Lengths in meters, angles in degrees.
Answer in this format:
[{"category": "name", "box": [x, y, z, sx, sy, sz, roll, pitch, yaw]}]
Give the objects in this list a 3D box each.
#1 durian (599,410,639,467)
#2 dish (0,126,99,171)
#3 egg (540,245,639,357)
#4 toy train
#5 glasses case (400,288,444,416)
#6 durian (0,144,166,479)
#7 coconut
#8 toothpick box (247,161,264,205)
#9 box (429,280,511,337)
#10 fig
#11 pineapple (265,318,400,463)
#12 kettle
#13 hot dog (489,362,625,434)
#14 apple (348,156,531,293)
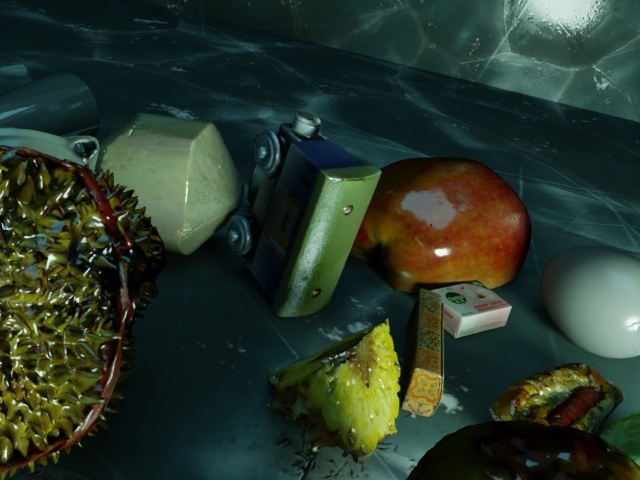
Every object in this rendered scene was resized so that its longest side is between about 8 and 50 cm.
[{"category": "durian", "box": [0.415, 0.283, 0.867, 0.139, 0.101, 0.250, 32, 33, 34]}, {"category": "dish", "box": [-0.432, -0.021, 0.946, 0.303, 0.303, 0.120, -10, 56, -36]}, {"category": "egg", "box": [0.474, 0.098, 1.163, 0.176, 0.176, 0.232, 1, 22, -21]}, {"category": "toy train", "box": [-0.040, -0.040, 1.089, 0.131, 0.299, 0.202, -8, 42, -38]}, {"category": "glasses case", "box": [0.157, 0.161, 1.021, 0.049, 0.075, 0.218, 16, 27, 2]}, {"category": "durian", "box": [-0.325, 0.065, 0.714, 0.348, 0.347, 0.384, 23, -9, 19]}, {"category": "coconut", "box": [-0.253, -0.096, 1.175, 0.244, 0.239, 0.239, 10, 27, 7]}, {"category": "toothpick box", "box": [-0.047, -0.105, 1.396, 0.184, 0.120, 0.120, 17, 28, 1]}, {"category": "box", "box": [0.252, 0.117, 1.177, 0.125, 0.043, 0.089, -8, 34, -35]}, {"category": "fig", "box": [0.146, 0.294, 0.643, 0.286, 0.286, 0.369, 4, -4, -15]}, {"category": "pineapple", "box": [0.007, 0.209, 0.869, 0.164, 0.139, 0.250, -23, 0, 20]}, {"category": "kettle", "box": [-0.579, -0.222, 1.401, 0.210, 0.160, 0.243, 45, 40, 1]}, {"category": "hot dog", "box": [0.334, 0.236, 0.958, 0.253, 0.069, 0.131, -14, 36, -42]}, {"category": "apple", "box": [0.216, -0.026, 1.350, 0.365, 0.295, 0.329, -18, -2, -42]}]
